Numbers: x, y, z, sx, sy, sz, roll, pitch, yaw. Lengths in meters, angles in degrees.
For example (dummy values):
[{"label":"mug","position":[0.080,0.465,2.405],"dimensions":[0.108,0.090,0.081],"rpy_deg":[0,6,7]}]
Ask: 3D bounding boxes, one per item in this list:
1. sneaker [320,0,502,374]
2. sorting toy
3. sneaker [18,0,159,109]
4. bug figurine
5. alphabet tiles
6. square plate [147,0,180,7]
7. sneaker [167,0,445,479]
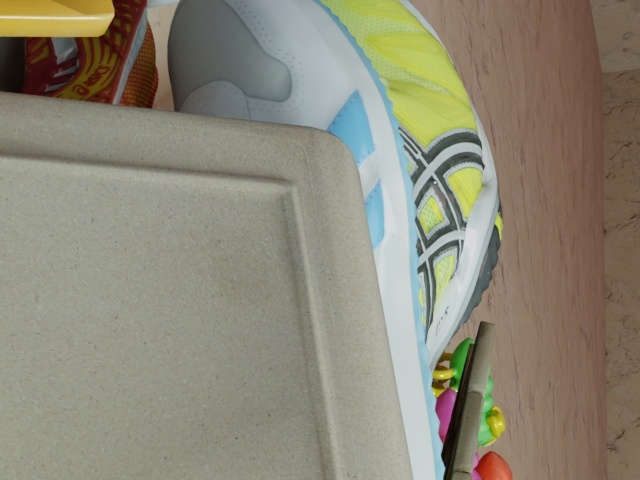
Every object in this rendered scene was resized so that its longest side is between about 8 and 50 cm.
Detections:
[{"label":"sneaker","position":[0.000,0.000,0.639],"dimensions":[0.147,0.145,0.385],"rpy_deg":[67,22,-47]},{"label":"sorting toy","position":[-0.067,0.042,0.371],"dimensions":[0.047,0.196,0.348],"rpy_deg":[-49,-138,49]},{"label":"sneaker","position":[-0.089,-0.025,0.488],"dimensions":[0.175,0.064,0.067],"rpy_deg":[-69,160,-51]},{"label":"bug figurine","position":[0.113,0.198,1.094],"dimensions":[0.279,0.072,0.216],"rpy_deg":[-43,126,-70]},{"label":"alphabet tiles","position":[0.044,0.225,0.733],"dimensions":[0.285,0.011,0.343],"rpy_deg":[-69,171,-56]},{"label":"square plate","position":[0.070,-0.223,0.640],"dimensions":[0.049,0.344,0.347],"rpy_deg":[52,21,-5]},{"label":"sneaker","position":[-0.025,0.010,0.473],"dimensions":[0.092,0.087,0.229],"rpy_deg":[0,70,-32]}]
